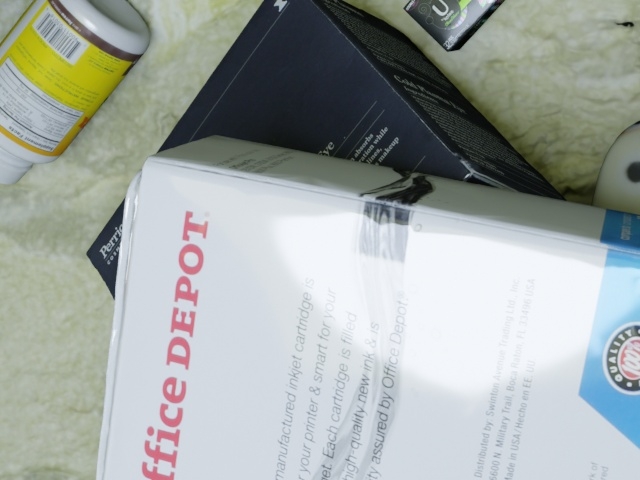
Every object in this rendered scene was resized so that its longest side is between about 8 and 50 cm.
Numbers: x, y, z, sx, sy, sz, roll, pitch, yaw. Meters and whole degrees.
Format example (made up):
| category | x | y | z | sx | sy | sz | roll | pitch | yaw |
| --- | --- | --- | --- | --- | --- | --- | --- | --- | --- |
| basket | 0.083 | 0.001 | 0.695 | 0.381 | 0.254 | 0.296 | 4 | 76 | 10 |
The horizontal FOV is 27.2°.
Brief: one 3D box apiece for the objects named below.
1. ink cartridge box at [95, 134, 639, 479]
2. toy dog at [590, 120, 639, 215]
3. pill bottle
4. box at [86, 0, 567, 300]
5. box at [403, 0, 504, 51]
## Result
| category | x | y | z | sx | sy | sz | roll | pitch | yaw |
| --- | --- | --- | --- | --- | --- | --- | --- | --- | --- |
| ink cartridge box | 0.064 | 0.103 | 0.921 | 0.395 | 0.166 | 0.285 | 12 | 103 | 12 |
| toy dog | 0.425 | 0.015 | 1.094 | 0.408 | 0.284 | 0.395 | 28 | 150 | 11 |
| pill bottle | -0.278 | -0.160 | 1.337 | 0.117 | 0.117 | 0.215 | 45 | 109 | 6 |
| box | 0.000 | 0.000 | 1.175 | 0.343 | 0.179 | 0.312 | -52 | 49 | 18 |
| box | 0.131 | -0.227 | 1.235 | 0.062 | 0.052 | 0.083 | 45 | 110 | 5 |
